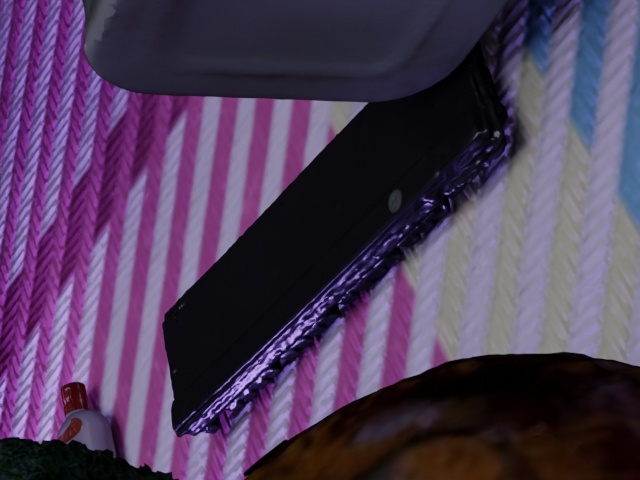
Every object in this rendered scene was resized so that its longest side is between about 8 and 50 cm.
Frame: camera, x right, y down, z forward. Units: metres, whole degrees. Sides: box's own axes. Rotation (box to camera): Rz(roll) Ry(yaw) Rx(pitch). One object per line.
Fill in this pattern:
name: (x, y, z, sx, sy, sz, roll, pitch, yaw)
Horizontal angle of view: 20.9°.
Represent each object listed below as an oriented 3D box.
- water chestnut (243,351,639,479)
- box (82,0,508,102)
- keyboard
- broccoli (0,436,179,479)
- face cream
water chestnut: (0.045, 0.162, 0.471, 0.289, 0.289, 0.244, -40, 81, 40)
box: (0.002, -0.277, 0.605, 0.352, 0.177, 0.343, 127, 139, -56)
keyboard: (0.001, 0.000, 0.748, 0.231, 0.023, 0.072, -45, 42, 36)
broccoli: (-0.104, 0.202, 0.685, 0.297, 0.298, 0.297, -71, -3, -83)
face cream: (-0.118, 0.110, 0.873, 0.040, 0.021, 0.083, -43, 50, 37)
